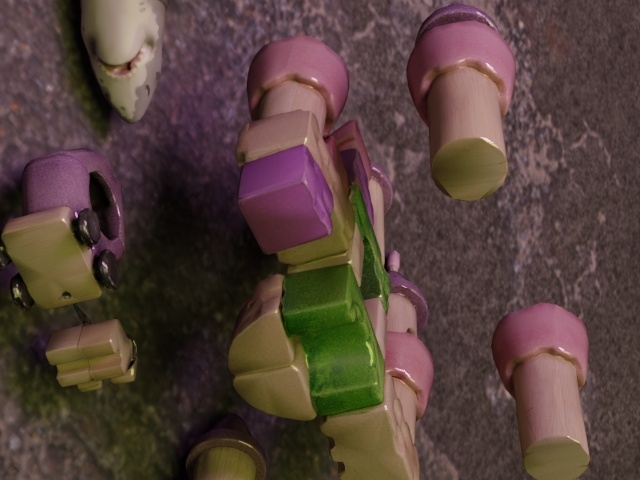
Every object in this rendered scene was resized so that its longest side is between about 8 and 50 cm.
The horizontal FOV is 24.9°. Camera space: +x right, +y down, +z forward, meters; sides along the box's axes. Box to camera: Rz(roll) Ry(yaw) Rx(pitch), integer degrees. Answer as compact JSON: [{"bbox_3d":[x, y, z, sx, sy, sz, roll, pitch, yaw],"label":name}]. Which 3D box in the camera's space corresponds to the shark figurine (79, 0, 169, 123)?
[{"bbox_3d":[-0.068,-0.226,0.925,0.166,0.278,0.116,49,9,2],"label":"shark figurine"}]

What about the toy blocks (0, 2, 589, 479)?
[{"bbox_3d":[0.000,0.000,0.956,0.260,0.309,0.288,-86,160,-55],"label":"toy blocks"}]
